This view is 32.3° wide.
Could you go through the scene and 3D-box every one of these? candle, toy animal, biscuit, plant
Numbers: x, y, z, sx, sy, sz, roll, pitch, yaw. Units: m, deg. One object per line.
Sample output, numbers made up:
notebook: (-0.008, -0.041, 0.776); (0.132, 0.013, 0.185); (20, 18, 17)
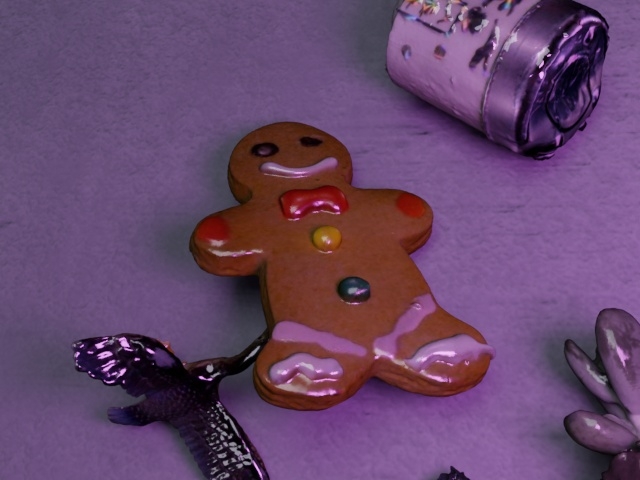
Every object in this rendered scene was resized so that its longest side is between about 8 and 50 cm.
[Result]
candle: (0.172, -0.241, 1.304); (0.330, 0.187, 0.187); (34, 74, 29)
toy animal: (-0.143, 0.146, 1.186); (0.197, 0.272, 0.160); (-50, 29, -19)
biscuit: (0.001, -0.001, 1.219); (0.283, 0.064, 0.432); (-6, 46, -14)
plant: (0.314, 0.202, 1.045); (0.149, 0.146, 0.275); (-10, 56, -13)

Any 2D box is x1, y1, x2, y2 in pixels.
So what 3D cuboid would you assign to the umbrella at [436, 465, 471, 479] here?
umbrella: (0.188, 0.270, 1.062); (0.188, 0.050, 0.046); (16, 104, 40)
